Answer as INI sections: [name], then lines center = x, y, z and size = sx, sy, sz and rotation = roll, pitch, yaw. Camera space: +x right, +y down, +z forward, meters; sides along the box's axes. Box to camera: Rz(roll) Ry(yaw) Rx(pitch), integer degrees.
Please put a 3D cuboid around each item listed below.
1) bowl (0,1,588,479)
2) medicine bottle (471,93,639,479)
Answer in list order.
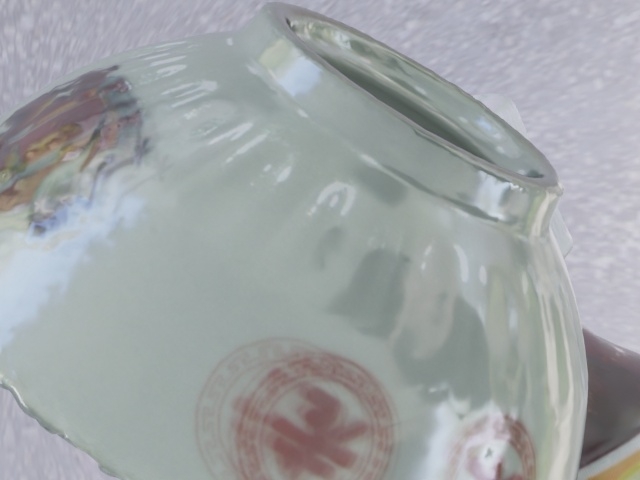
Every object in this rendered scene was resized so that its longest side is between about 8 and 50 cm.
[bowl]
center = 0.000, 0.000, 0.823
size = 0.337, 0.337, 0.157
rotation = 30, 104, -8
[medicine bottle]
center = 0.109, 0.113, 1.250
size = 0.242, 0.242, 0.395
rotation = -28, 100, -8
